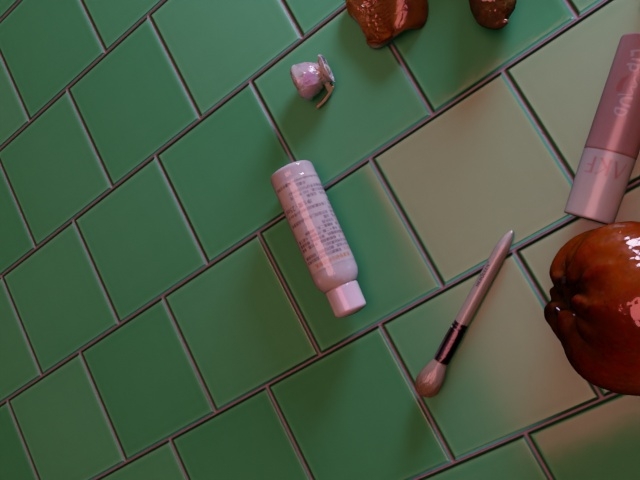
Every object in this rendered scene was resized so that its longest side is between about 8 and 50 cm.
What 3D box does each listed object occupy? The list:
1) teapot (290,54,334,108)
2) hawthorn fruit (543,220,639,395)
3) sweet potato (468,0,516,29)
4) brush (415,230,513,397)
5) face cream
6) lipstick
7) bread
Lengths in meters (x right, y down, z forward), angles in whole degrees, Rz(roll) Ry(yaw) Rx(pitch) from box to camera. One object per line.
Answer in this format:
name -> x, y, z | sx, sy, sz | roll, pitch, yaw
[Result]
teapot -> -0.008, -0.272, 1.074 | 0.064, 0.064, 0.083 | -25, 113, 15
hawthorn fruit -> 0.430, 0.089, 0.804 | 0.261, 0.224, 0.224 | 7, 93, 3
sweet potato -> 0.260, -0.450, 0.944 | 0.075, 0.075, 0.273 | 2, 87, 24
brush -> 0.229, 0.119, 0.983 | 0.042, 0.039, 0.299 | 31, 99, 17
face cream -> 0.000, 0.000, 1.056 | 0.082, 0.082, 0.269 | -26, 80, 22
lipstick -> 0.413, -0.151, 0.875 | 0.070, 0.070, 0.254 | 19, 98, 23
bread -> 0.106, -0.387, 1.027 | 0.126, 0.044, 0.129 | -30, 82, 23
